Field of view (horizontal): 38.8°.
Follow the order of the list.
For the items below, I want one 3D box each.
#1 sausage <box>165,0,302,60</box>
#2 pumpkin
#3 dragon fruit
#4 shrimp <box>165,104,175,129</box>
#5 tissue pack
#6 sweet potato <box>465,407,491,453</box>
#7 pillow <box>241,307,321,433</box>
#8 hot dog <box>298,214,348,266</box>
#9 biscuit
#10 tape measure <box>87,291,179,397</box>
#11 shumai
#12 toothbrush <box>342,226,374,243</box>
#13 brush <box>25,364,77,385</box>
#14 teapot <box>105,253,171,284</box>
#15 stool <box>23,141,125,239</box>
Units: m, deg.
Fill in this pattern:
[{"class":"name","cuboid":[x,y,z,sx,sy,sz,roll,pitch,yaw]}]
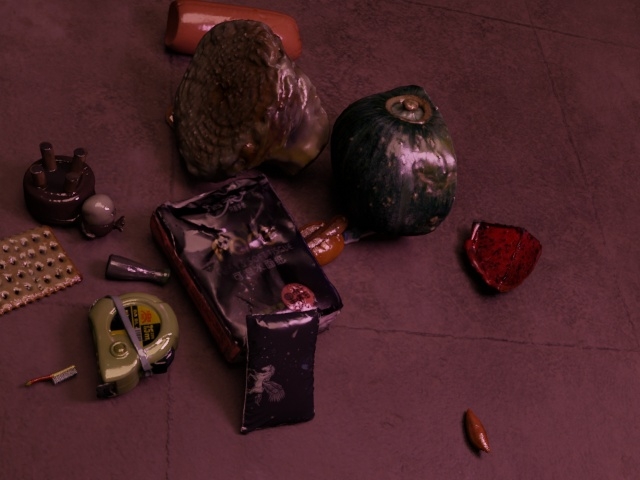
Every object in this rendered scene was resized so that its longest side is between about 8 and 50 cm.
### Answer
[{"class":"sausage","cuboid":[-0.186,-0.457,2.000,0.304,0.121,0.121,2,55,-24]},{"class":"pumpkin","cuboid":[0.118,-0.148,1.796,0.197,0.263,0.293,-8,49,-19]},{"class":"dragon fruit","cuboid":[0.375,0.042,1.903,0.127,0.121,0.161,41,67,-45]},{"class":"shrimp","cuboid":[-0.272,-0.239,1.868,0.108,0.023,0.059,35,60,4]},{"class":"tissue pack","cuboid":[-0.138,0.045,1.650,0.245,0.123,0.332,-18,64,-34]},{"class":"sweet potato","cuboid":[0.284,0.350,1.661,0.034,0.034,0.095,0,45,-22]},{"class":"pillow","cuboid":[-0.068,0.218,1.527,0.141,0.208,0.055,-5,15,-25]},{"class":"hot dog","cuboid":[0.001,0.002,1.777,0.140,0.060,0.090,-22,67,-31]},{"class":"biscuit","cuboid":[-0.526,0.052,1.553,0.203,0.016,0.144,-23,67,-35]},{"class":"tape measure","cuboid":[-0.312,0.161,1.514,0.154,0.087,0.177,-12,59,-15]},{"class":"shumai","cuboid":[-0.113,-0.255,1.806,0.263,0.309,0.304,15,60,-49]},{"class":"toothbrush","cuboid":[0.162,-0.042,1.903,0.304,0.030,0.030,-17,64,-35]},{"class":"brush","cuboid":[-0.433,0.224,1.463,0.083,0.019,0.021,-17,73,-33]},{"class":"teapot","cuboid":[-0.325,0.056,1.618,0.111,0.043,0.042,13,52,-17]},{"class":"stool","cuboid":[-0.444,-0.085,1.624,0.217,0.121,0.125,35,48,11]}]
